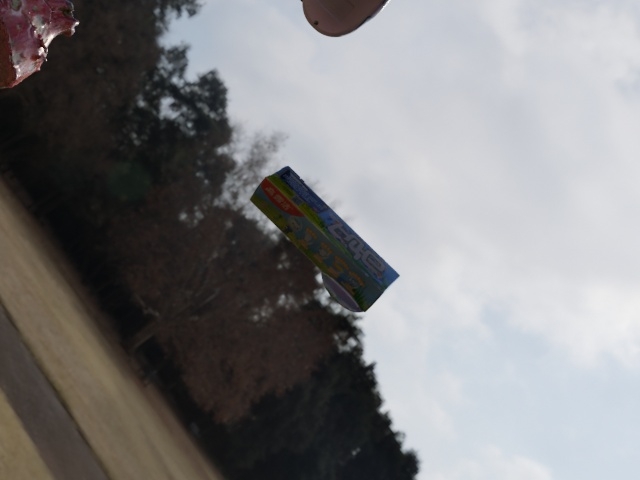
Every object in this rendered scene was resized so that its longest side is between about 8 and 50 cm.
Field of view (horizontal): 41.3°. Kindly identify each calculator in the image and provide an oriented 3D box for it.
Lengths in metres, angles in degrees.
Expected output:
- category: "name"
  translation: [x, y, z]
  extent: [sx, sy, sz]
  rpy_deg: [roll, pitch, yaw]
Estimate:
- category: "calculator"
  translation: [0.047, -0.344, 1.127]
  extent: [0.103, 0.166, 0.024]
  rpy_deg: [43, 7, 0]

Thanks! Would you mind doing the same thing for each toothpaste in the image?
- category: "toothpaste"
  translation: [0.000, 0.000, 0.998]
  extent: [0.193, 0.070, 0.044]
  rpy_deg: [44, -54, 6]

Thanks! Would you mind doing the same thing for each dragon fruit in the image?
- category: "dragon fruit"
  translation: [-0.355, -0.261, 1.003]
  extent: [0.153, 0.110, 0.153]
  rpy_deg: [27, -52, 40]
